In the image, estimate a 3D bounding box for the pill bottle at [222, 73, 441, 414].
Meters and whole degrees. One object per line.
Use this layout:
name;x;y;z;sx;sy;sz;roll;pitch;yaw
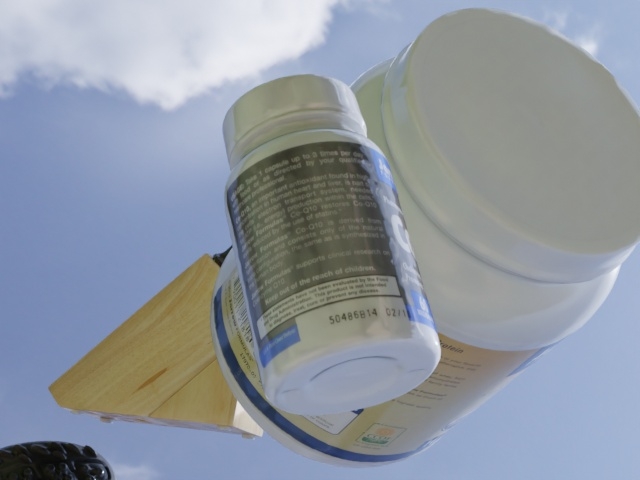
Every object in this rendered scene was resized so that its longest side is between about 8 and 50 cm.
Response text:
pill bottle;0.000;0.000;0.534;0.078;0.078;0.137;-19;-118;9

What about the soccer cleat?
soccer cleat;-0.347;0.290;1.185;0.109;0.318;0.116;53;-44;19

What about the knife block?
knife block;-0.115;0.070;1.222;0.275;0.088;0.242;3;-106;18

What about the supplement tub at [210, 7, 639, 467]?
supplement tub;0.073;0.007;0.877;0.228;0.316;0.228;14;-127;-20
